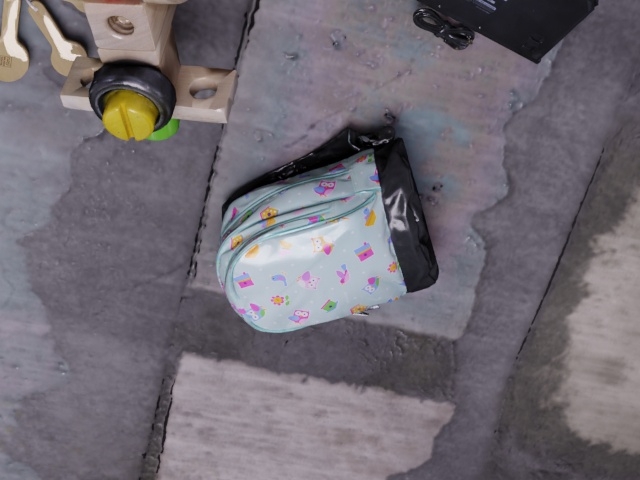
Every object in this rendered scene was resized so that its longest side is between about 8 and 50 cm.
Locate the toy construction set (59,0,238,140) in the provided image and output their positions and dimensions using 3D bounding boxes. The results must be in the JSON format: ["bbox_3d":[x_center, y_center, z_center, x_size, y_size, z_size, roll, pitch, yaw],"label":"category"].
[{"bbox_3d":[-0.083,-0.207,0.737,0.309,0.257,0.237,-17,138,-6],"label":"toy construction set"}]

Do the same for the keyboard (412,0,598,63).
[{"bbox_3d":[0.122,-0.198,0.847,0.180,0.023,0.108,22,137,-25],"label":"keyboard"}]

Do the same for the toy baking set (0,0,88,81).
[{"bbox_3d":[-0.226,-0.238,0.817,0.197,0.030,0.256,37,107,-22],"label":"toy baking set"}]

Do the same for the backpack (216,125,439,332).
[{"bbox_3d":[0.000,0.000,0.900,0.182,0.115,0.152,-15,118,5],"label":"backpack"}]
